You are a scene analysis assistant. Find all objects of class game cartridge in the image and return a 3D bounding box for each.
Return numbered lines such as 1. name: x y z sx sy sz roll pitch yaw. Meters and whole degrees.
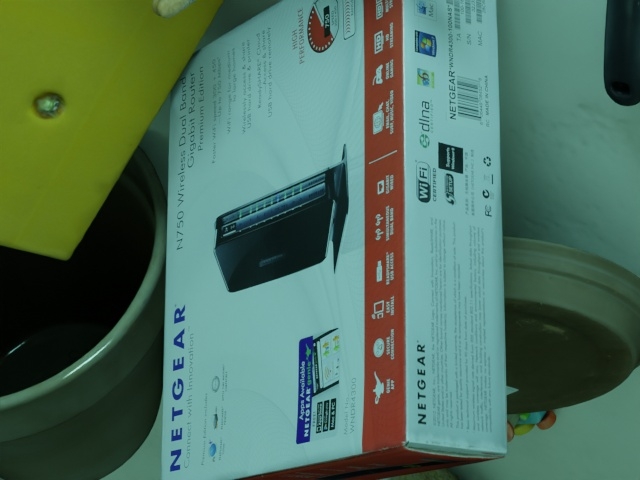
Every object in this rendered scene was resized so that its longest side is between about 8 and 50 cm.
1. game cartridge: -0.272 -0.132 1.255 0.323 0.053 0.285 17 124 -30

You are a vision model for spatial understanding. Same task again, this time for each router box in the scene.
1. router box: 0.000 0.000 1.180 0.082 0.336 0.301 10 161 -33

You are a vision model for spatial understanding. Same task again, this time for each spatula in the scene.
1. spatula: 0.184 -0.192 1.024 0.084 0.030 0.296 16 143 24

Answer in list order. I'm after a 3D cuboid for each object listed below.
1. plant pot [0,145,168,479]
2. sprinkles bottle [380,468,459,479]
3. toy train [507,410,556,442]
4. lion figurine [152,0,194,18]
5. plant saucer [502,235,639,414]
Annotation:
1. plant pot: -0.264 0.083 1.548 0.323 0.323 0.280 20 151 23
2. sprinkles bottle: 0.019 0.192 1.596 0.355 0.121 0.121 45 147 -15
3. toy train: 0.125 0.117 1.469 0.166 0.046 0.125 24 147 18
4. lion figurine: -0.076 -0.282 1.082 0.392 0.142 0.240 -14 117 34
5. plant saucer: 0.123 0.074 1.311 0.277 0.041 0.278 3 154 2
